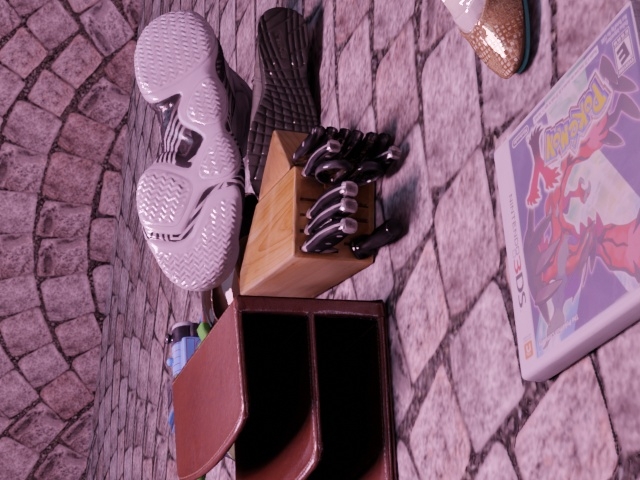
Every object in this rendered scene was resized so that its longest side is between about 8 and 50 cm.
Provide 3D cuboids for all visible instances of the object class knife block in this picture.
[{"bbox_3d":[0.000,0.000,1.212,0.242,0.088,0.275,-111,31,-56],"label":"knife block"}]

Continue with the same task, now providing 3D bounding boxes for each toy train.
[{"bbox_3d":[-0.163,0.185,1.658,0.080,0.105,0.184,117,152,-50],"label":"toy train"}]

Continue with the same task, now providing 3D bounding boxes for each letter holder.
[{"bbox_3d":[-0.047,0.207,1.206,0.302,0.152,0.214,130,140,-61],"label":"letter holder"}]

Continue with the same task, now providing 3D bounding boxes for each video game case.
[{"bbox_3d":[0.173,-0.025,0.773,0.201,0.023,0.183,126,145,-59],"label":"video game case"}]

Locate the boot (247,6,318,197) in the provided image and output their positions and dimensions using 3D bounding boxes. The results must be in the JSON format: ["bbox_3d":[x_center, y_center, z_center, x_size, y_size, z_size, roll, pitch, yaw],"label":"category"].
[{"bbox_3d":[-0.050,-0.157,1.479,0.161,0.084,0.246,121,152,-79],"label":"boot"}]

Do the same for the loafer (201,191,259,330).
[{"bbox_3d":[-0.112,0.031,1.579,0.078,0.080,0.220,130,142,-62],"label":"loafer"}]

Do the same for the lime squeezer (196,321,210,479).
[{"bbox_3d":[-0.137,0.182,1.409,0.110,0.059,0.310,-44,31,31],"label":"lime squeezer"}]

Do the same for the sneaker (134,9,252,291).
[{"bbox_3d":[-0.137,-0.096,1.516,0.210,0.137,0.365,43,-143,-66],"label":"sneaker"}]

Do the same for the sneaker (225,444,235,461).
[{"bbox_3d":[-0.102,0.256,1.474,0.064,0.086,0.192,-43,2,-32],"label":"sneaker"}]

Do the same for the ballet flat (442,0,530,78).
[{"bbox_3d":[0.117,-0.219,0.932,0.073,0.067,0.206,125,146,-56],"label":"ballet flat"}]

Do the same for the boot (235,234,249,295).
[{"bbox_3d":[-0.079,0.100,1.475,0.197,0.073,0.152,-101,19,-49],"label":"boot"}]
